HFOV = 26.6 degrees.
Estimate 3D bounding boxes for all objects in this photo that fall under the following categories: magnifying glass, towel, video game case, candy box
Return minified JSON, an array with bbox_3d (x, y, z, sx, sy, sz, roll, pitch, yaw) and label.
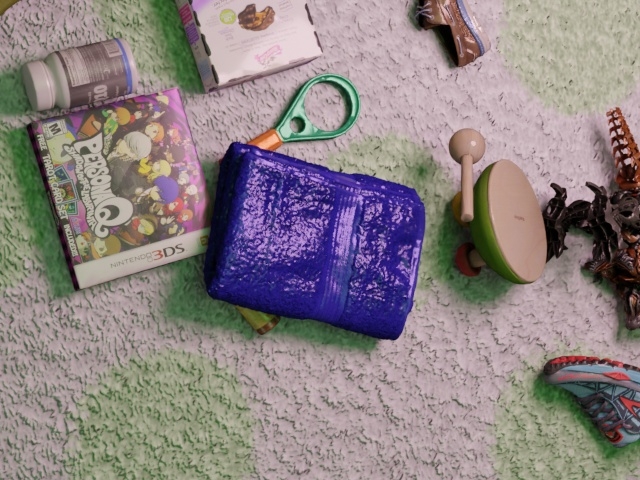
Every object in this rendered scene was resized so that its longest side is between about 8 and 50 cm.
[{"bbox_3d":[-0.042,-0.158,1.912,0.231,0.026,0.092,-33,98,-21],"label":"magnifying glass"},{"bbox_3d":[0.000,0.000,1.861,0.308,0.076,0.227,14,74,-25],"label":"towel"},{"bbox_3d":[-0.259,-0.071,1.814,0.210,0.042,0.232,-16,92,-22],"label":"video game case"},{"bbox_3d":[-0.107,-0.321,1.872,0.165,0.070,0.196,-19,92,-21],"label":"candy box"}]

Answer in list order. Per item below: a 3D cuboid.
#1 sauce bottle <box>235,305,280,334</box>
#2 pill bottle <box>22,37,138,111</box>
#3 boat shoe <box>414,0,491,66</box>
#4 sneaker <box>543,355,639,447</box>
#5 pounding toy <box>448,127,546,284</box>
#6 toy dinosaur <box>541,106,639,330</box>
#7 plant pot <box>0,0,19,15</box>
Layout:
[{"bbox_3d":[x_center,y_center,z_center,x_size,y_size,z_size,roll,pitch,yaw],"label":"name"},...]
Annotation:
[{"bbox_3d":[-0.107,0.071,1.860,0.042,0.042,0.128,-43,102,-18],"label":"sauce bottle"},{"bbox_3d":[-0.317,-0.216,1.784,0.137,0.078,0.078,-17,92,-20],"label":"pill bottle"},{"bbox_3d":[0.176,-0.336,1.980,0.066,0.066,0.183,-40,100,-17],"label":"boat shoe"},{"bbox_3d":[0.447,0.246,2.020,0.262,0.104,0.125,16,83,-18],"label":"sneaker"},{"bbox_3d":[0.226,-0.031,1.949,0.237,0.110,0.183,44,42,-41],"label":"pounding toy"},{"bbox_3d":[0.448,-0.026,2.042,0.218,0.164,0.322,-5,69,-35],"label":"toy dinosaur"},{"bbox_3d":[-0.379,-0.465,1.662,0.366,0.366,0.353,43,85,-13],"label":"plant pot"}]
